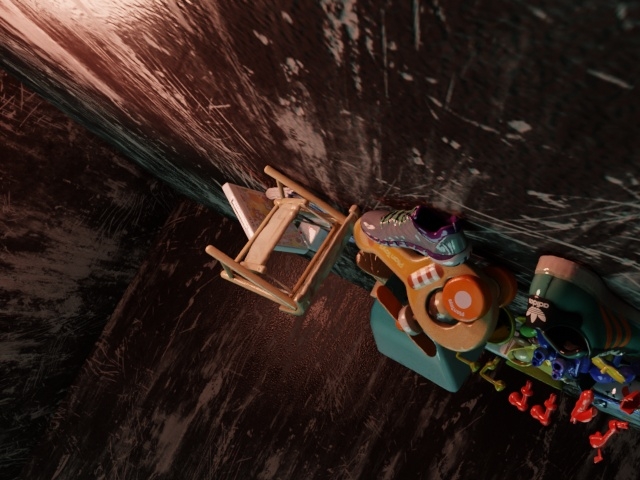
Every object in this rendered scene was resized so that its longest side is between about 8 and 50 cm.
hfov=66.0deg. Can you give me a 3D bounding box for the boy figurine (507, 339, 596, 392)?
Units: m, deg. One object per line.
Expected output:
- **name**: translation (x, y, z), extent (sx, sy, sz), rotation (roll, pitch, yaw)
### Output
- **boy figurine**: translation (0.667, 0.345, 1.461), extent (0.177, 0.092, 0.285), rotation (53, 165, -15)

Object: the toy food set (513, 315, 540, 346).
- **toy food set**: translation (0.576, 0.258, 1.307), extent (0.128, 0.071, 0.218), rotation (28, 174, -2)

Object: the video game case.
- **video game case**: translation (-0.147, -0.058, 1.366), extent (0.227, 0.026, 0.206), rotation (10, -136, -56)

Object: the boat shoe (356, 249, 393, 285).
- **boat shoe**: translation (0.240, 0.114, 1.507), extent (0.285, 0.104, 0.089), rotation (37, 180, 10)

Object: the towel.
- **towel**: translation (-0.011, -0.067, 1.384), extent (0.285, 0.034, 0.209), rotation (31, 174, -23)

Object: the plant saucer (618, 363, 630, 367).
- **plant saucer**: translation (0.676, 0.302, 1.236), extent (0.192, 0.018, 0.067), rotation (9, 172, 5)

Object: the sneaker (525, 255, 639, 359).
- **sneaker**: translation (0.420, 0.138, 0.784), extent (0.302, 0.121, 0.108), rotation (31, 173, -28)

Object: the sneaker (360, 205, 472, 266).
- **sneaker**: translation (0.155, -0.035, 0.850), extent (0.224, 0.083, 0.098), rotation (20, 146, 40)

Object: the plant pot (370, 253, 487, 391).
- **plant pot**: translation (0.272, 0.172, 1.228), extent (0.248, 0.247, 0.252), rotation (23, 154, 39)

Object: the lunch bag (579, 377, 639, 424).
- **lunch bag**: translation (0.896, 0.461, 1.404), extent (0.243, 0.114, 0.303), rotation (18, 169, 47)

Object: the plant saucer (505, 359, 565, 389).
- **plant saucer**: translation (0.765, 0.424, 1.705), extent (0.189, 0.045, 0.188), rotation (23, -162, 34)

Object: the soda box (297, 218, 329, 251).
- **soda box**: translation (0.000, 0.000, 1.562), extent (0.069, 0.073, 0.216), rotation (30, -178, 26)

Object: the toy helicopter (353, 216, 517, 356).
- **toy helicopter**: translation (0.190, 0.082, 0.994), extent (0.140, 0.234, 0.355), rotation (-11, -134, -45)

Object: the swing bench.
- **swing bench**: translation (-0.073, 0.010, 1.127), extent (0.255, 0.253, 0.165), rotation (27, 159, 16)

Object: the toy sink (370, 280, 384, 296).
- **toy sink**: translation (0.305, 0.189, 1.634), extent (0.234, 0.131, 0.153), rotation (28, 174, -5)

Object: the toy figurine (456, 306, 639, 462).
- **toy figurine**: translation (0.483, 0.228, 0.987), extent (0.217, 0.191, 0.363), rotation (-10, -155, -31)

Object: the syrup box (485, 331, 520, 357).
- **syrup box**: translation (0.580, 0.326, 1.717), extent (0.237, 0.096, 0.093), rotation (21, 173, 44)
